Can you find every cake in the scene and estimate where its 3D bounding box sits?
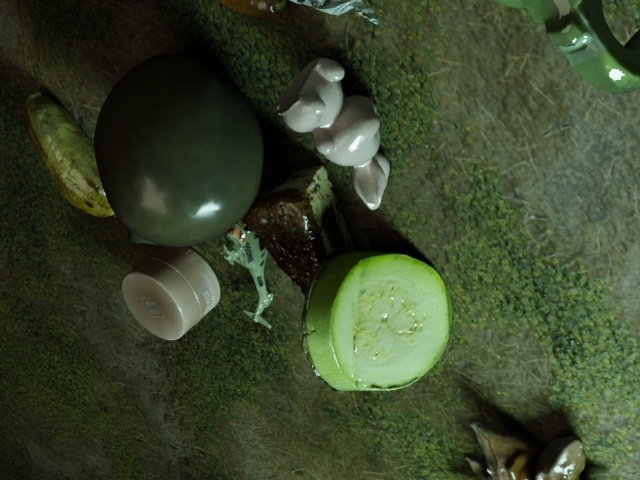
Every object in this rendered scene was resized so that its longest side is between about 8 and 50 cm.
[{"bbox_3d":[0.010,0.006,1.676,0.246,0.112,0.135,49,139,-3],"label":"cake"}]

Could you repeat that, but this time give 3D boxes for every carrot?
[{"bbox_3d":[-0.147,-0.364,1.549,0.247,0.059,0.059,30,138,24],"label":"carrot"}]

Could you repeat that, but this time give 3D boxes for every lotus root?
[{"bbox_3d":[-0.441,-0.141,1.977,0.258,0.097,0.110,53,144,-2],"label":"lotus root"}]

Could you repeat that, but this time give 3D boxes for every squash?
[{"bbox_3d":[0.073,0.121,1.632,0.133,0.220,0.220,6,126,44],"label":"squash"}]

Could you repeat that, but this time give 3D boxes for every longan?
[{"bbox_3d":[-0.212,-0.123,1.648,0.243,0.300,0.300,11,147,-22],"label":"longan"}]

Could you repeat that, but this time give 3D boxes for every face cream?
[{"bbox_3d":[-0.267,0.090,2.006,0.149,0.104,0.149,25,136,26],"label":"face cream"}]

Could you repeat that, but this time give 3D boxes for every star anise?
[{"bbox_3d":[0.344,0.414,1.725,0.292,0.109,0.350,30,140,27],"label":"star anise"}]

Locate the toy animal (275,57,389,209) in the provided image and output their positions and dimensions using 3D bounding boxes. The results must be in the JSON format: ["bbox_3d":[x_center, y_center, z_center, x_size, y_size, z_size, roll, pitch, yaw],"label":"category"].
[{"bbox_3d":[0.043,-0.149,1.527,0.212,0.124,0.124,39,146,-25],"label":"toy animal"}]

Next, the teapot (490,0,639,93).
[{"bbox_3d":[0.230,-0.302,1.103,0.239,0.239,0.322,8,134,33],"label":"teapot"}]

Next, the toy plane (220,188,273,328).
[{"bbox_3d":[-0.108,0.031,1.820,0.092,0.108,0.286,26,150,25],"label":"toy plane"}]

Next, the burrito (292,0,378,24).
[{"bbox_3d":[-0.092,-0.413,1.418,0.445,0.101,0.139,36,135,16],"label":"burrito"}]
